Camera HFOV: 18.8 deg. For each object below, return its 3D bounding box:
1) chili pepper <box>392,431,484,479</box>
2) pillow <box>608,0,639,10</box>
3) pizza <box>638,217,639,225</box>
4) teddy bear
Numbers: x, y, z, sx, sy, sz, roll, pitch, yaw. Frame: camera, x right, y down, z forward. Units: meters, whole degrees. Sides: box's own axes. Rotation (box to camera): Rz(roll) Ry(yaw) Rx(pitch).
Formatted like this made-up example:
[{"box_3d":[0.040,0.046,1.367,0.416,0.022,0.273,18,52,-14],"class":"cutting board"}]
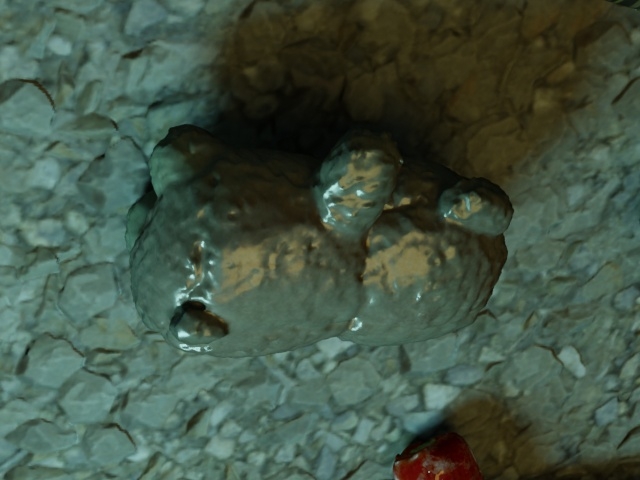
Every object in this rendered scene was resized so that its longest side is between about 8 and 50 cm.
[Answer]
[{"box_3d":[0.102,0.218,1.584,0.073,0.070,0.123,-15,107,10],"class":"chili pepper"},{"box_3d":[0.256,-0.207,1.381,0.203,0.038,0.113,13,117,-30],"class":"pillow"},{"box_3d":[0.375,-0.048,1.517,0.223,0.089,0.323,3,122,-28],"class":"pizza"},{"box_3d":[-0.001,0.001,1.342,0.267,0.151,0.236,-8,156,-22],"class":"teddy bear"}]
